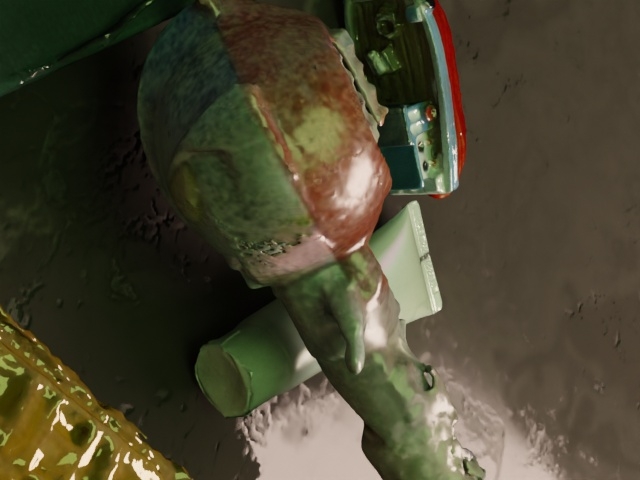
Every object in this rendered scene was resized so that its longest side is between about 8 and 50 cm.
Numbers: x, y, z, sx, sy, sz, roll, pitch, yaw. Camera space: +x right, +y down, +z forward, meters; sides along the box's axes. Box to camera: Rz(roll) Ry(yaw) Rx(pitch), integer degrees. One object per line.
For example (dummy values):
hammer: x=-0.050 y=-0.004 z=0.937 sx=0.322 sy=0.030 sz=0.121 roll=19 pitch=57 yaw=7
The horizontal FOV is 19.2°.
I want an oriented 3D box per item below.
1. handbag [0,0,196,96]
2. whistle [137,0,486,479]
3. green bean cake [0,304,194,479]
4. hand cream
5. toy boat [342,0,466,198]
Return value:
handbag: x=-0.196 y=-0.244 z=0.982 sx=0.238 sy=0.089 sz=0.326 roll=-31 pitch=108 yaw=-40
whistle: x=0.001 y=0.000 z=1.065 sx=0.134 sy=0.142 sz=0.346 roll=-32 pitch=105 yaw=-19
green bean cake: x=-0.194 y=0.148 z=0.922 sx=0.230 sy=0.131 sz=0.224 roll=45 pitch=61 yaw=-29
hand cream: x=0.007 y=0.045 z=1.168 sx=0.205 sy=0.050 sz=0.078 roll=-29 pitch=110 yaw=-43
toy boat: x=0.048 y=-0.105 z=1.199 sx=0.059 sy=0.069 sz=0.172 roll=-22 pitch=106 yaw=-49
